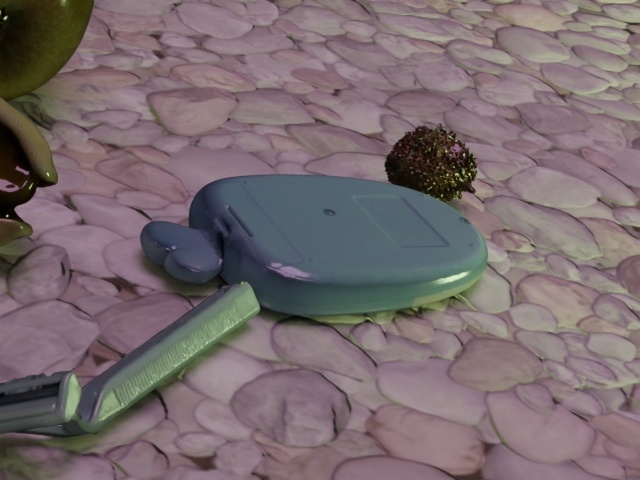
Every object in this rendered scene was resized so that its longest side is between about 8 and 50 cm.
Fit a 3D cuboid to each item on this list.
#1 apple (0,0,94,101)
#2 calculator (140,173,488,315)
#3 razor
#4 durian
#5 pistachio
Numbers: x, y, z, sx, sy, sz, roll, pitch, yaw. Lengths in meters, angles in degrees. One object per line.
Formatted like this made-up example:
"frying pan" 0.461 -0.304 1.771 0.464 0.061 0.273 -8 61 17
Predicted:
"apple" -0.320 -0.246 1.420 0.257 0.257 0.234 -8 37 -33
"calculator" 0.000 0.000 1.326 0.303 0.042 0.188 -2 32 -31
"razor" -0.127 0.087 1.115 0.111 0.056 0.278 -13 6 34
"durian" 0.102 -0.065 1.454 0.091 0.080 0.080 34 35 29
"pistachio" -0.312 -0.072 1.234 0.238 0.138 0.153 26 -3 21
